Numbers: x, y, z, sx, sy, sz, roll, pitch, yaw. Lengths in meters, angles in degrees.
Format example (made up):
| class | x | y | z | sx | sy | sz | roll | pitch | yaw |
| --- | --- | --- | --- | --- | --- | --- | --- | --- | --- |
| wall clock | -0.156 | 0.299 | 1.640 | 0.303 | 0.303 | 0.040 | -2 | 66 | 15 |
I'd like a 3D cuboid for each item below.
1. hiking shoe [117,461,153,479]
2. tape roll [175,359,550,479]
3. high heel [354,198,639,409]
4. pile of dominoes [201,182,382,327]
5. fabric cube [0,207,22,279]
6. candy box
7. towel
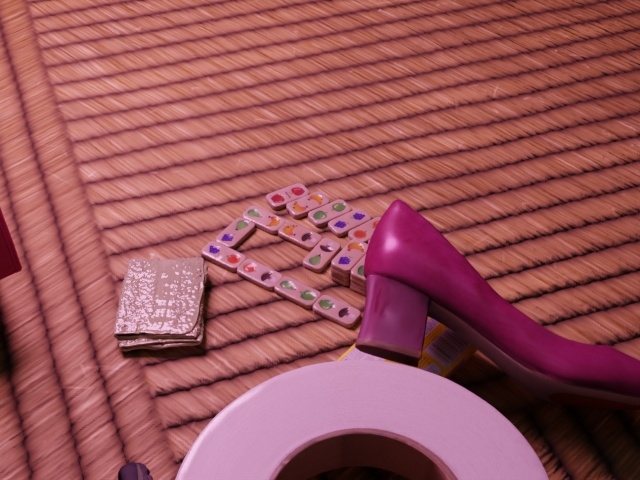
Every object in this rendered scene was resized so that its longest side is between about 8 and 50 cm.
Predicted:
| class | x | y | z | sx | sy | sz | roll | pitch | yaw |
| --- | --- | --- | --- | --- | --- | --- | --- | --- | --- |
| hiking shoe | -0.223 | 0.310 | 1.136 | 0.114 | 0.086 | 0.227 | 6 | 44 | 0 |
| tape roll | 0.043 | 0.293 | 1.150 | 0.392 | 0.072 | 0.392 | 1 | 48 | -1 |
| high heel | 0.232 | 0.075 | 1.303 | 0.377 | 0.127 | 0.181 | 15 | 74 | -5 |
| pile of dominoes | 0.000 | 0.000 | 1.511 | 0.251 | 0.040 | 0.196 | 25 | 48 | 22 |
| fabric cube | -0.535 | -0.049 | 1.338 | 0.258 | 0.259 | 0.254 | -25 | 22 | -26 |
| candy box | 0.089 | 0.143 | 1.341 | 0.105 | 0.027 | 0.206 | 37 | 61 | 25 |
| towel | -0.195 | 0.076 | 1.432 | 0.110 | 0.027 | 0.148 | -1 | 44 | -1 |
